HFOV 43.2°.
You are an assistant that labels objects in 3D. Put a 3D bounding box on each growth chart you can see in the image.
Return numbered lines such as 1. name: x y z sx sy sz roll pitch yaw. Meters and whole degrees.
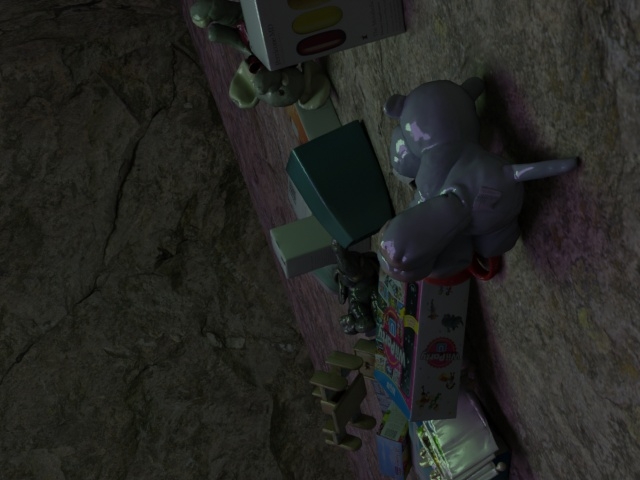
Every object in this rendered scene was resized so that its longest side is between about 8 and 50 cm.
1. growth chart: 0.254 0.370 1.536 0.021 0.172 0.237 32 -146 -43

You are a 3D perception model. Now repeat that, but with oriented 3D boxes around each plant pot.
1. plant pot: 0.052 -0.112 1.810 0.234 0.165 0.165 63 168 7

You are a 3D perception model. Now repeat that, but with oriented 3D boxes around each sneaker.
1. sneaker: 0.167 -0.149 1.474 0.061 0.053 0.152 54 168 29
2. sneaker: 0.066 0.076 2.226 0.256 0.151 0.094 35 -129 -46

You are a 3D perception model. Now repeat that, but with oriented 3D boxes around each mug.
1. mug: 0.225 -0.019 1.321 0.169 0.150 0.113 88 -163 -45

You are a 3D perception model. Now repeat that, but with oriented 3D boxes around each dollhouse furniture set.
1. dollhouse furniture set: 0.115 0.364 1.958 0.161 0.242 0.212 10 129 31

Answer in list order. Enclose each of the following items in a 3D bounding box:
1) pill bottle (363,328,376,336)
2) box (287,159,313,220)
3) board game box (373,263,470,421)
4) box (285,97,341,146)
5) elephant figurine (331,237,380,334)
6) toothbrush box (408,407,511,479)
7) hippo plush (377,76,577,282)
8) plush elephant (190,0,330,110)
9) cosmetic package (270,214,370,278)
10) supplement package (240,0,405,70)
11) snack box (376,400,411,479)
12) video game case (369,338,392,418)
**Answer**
1. pill bottle: 0.126 0.199 2.212 0.065 0.065 0.116 88 159 -57
2. box: -0.005 -0.116 2.183 0.181 0.119 0.182 92 156 -62
3. board game box: 0.186 0.157 1.537 0.224 0.097 0.303 -139 49 -71
4. box: -0.015 -0.291 2.009 0.130 0.091 0.171 108 142 -72
5. elephant figurine: 0.098 0.095 1.962 0.186 0.169 0.239 -27 84 58
6. toothbrush box: 0.284 0.457 1.698 0.216 0.126 0.296 -121 17 -44
7. hippo plush: 0.154 -0.096 1.117 0.294 0.234 0.237 96 153 -67
8. plush elephant: -0.115 -0.422 1.864 0.330 0.271 0.255 -4 -92 -72
9. cosmetic package: 0.000 0.000 2.053 0.085 0.231 0.117 84 164 -50
10. supplement package: -0.002 -0.395 1.355 0.134 0.244 0.139 -125 19 -56
11. snack box: 0.202 0.424 1.884 0.070 0.207 0.174 14 139 21
12. video game case: 0.194 0.390 2.207 0.269 0.061 0.244 144 108 -79
